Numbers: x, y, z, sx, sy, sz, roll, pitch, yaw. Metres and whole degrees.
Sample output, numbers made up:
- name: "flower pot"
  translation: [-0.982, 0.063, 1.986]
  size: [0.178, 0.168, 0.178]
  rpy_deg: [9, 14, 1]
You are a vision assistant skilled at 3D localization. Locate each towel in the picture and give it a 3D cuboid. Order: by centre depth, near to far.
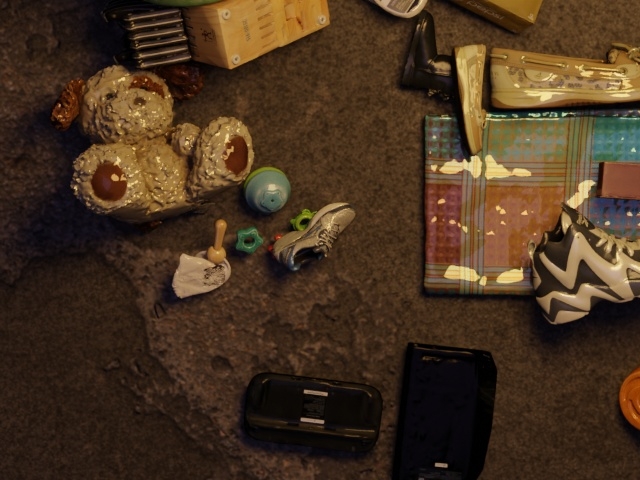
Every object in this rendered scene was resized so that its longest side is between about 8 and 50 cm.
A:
- name: "towel"
  translation: [0.333, -0.053, 1.774]
  size: [0.370, 0.040, 0.271]
  rpy_deg: [0, 94, 2]

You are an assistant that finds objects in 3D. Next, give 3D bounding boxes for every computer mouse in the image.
- name: "computer mouse"
  translation: [0.065, -0.378, 1.756]
  size: [0.193, 0.042, 0.106]
  rpy_deg: [36, 91, 4]

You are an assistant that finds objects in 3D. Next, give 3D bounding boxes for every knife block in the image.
- name: "knife block"
  translation: [-0.159, -0.321, 1.742]
  size: [0.275, 0.242, 0.088]
  rpy_deg: [-30, 125, -32]

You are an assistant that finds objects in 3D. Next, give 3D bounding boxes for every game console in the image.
- name: "game console"
  translation: [0.071, 0.246, 1.809]
  size: [0.361, 0.044, 0.213]
  rpy_deg: [7, 95, 0]

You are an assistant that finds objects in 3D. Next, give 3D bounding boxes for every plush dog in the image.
- name: "plush dog"
  translation: [-0.254, -0.142, 1.742]
  size: [0.262, 0.210, 0.225]
  rpy_deg: [-15, 79, -24]

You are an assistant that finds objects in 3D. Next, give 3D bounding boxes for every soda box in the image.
- name: "soda box"
  translation: [0.217, -0.355, 1.715]
  size: [0.181, 0.061, 0.058]
  rpy_deg: [23, 79, -13]

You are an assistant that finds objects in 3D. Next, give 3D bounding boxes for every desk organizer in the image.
- name: "desk organizer"
  translation: [0.452, -0.080, 1.723]
  size: [0.130, 0.047, 0.050]
  rpy_deg: [4, 92, 3]

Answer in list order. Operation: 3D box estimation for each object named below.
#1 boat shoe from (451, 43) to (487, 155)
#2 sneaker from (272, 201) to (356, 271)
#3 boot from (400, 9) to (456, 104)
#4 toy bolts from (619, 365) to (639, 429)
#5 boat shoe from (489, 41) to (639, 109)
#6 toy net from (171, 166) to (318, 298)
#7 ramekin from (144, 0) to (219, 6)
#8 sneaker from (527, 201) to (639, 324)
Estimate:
- name: "boat shoe"
  translation: [0.215, -0.195, 1.725]
  size: [0.048, 0.056, 0.153]
  rpy_deg: [-8, 93, -3]
- name: "sneaker"
  translation: [0.000, 0.000, 1.771]
  size: [0.135, 0.058, 0.052]
  rpy_deg: [-37, 133, 1]
- name: "boot"
  translation: [0.174, -0.258, 1.758]
  size: [0.099, 0.045, 0.121]
  rpy_deg: [14, 103, 3]
- name: "toy bolts"
  translation: [0.565, 0.193, 1.765]
  size: [0.218, 0.158, 0.228]
  rpy_deg: [22, 110, 40]
- name: "boat shoe"
  translation: [0.377, -0.234, 1.722]
  size: [0.285, 0.104, 0.089]
  rpy_deg: [-4, 98, 3]
- name: "toy net"
  translation: [-0.117, 0.004, 1.799]
  size: [0.232, 0.045, 0.122]
  rpy_deg: [-42, 121, 8]
- name: "ramekin"
  translation: [-0.175, -0.452, 1.640]
  size: [0.303, 0.148, 0.303]
  rpy_deg: [-5, 55, 7]
- name: "sneaker"
  translation: [0.394, 0.004, 1.708]
  size: [0.235, 0.094, 0.153]
  rpy_deg: [-21, 102, 16]
